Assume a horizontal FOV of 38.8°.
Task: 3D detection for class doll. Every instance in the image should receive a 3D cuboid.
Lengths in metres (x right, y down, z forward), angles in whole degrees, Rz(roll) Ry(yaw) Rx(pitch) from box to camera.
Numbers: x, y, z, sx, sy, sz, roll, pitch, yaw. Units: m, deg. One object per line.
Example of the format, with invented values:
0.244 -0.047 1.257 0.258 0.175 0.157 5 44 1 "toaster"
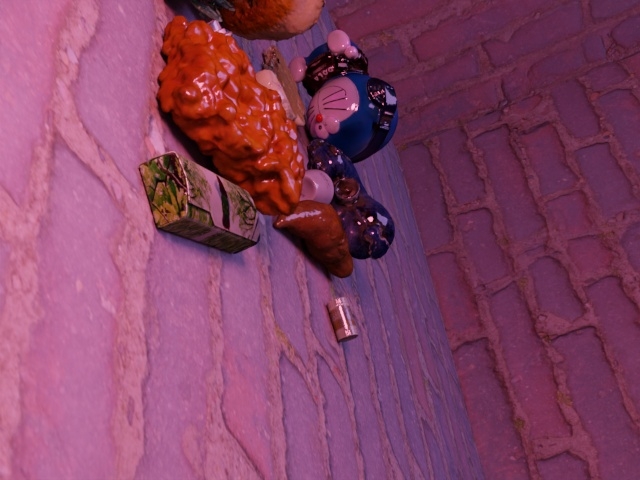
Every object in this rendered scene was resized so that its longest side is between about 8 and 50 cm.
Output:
0.068 -0.351 2.342 0.240 0.284 0.309 6 59 -42 "doll"

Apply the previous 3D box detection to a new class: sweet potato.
0.006 -0.014 1.867 0.095 0.106 0.354 27 -7 29 "sweet potato"

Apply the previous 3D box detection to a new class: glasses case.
-0.161 -0.049 1.297 0.272 0.062 0.095 24 45 -72 "glasses case"

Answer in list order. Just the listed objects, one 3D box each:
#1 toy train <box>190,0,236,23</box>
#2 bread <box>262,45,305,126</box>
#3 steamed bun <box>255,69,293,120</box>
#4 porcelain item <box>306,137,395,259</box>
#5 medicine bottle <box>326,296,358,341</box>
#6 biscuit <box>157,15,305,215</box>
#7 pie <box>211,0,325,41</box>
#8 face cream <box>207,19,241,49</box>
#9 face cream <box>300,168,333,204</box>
-0.207 -0.503 1.653 0.189 0.126 0.307 41 18 -11 "toy train"
-0.088 -0.364 2.205 0.250 0.039 0.181 -93 160 -59 "bread"
-0.114 -0.273 1.809 0.130 0.091 0.112 74 -10 -70 "steamed bun"
0.062 -0.095 2.035 0.288 0.138 0.186 61 -7 23 "porcelain item"
0.045 0.162 1.863 0.047 0.047 0.083 36 34 -68 "medicine bottle"
-0.140 -0.212 1.497 0.312 0.111 0.318 47 22 -37 "biscuit"
-0.121 -0.541 1.824 0.092 0.315 0.315 -28 98 -40 "pie"
-0.149 -0.275 1.704 0.073 0.073 0.283 -75 141 -70 "face cream"
-0.022 -0.107 1.930 0.091 0.091 0.095 70 19 5 "face cream"
